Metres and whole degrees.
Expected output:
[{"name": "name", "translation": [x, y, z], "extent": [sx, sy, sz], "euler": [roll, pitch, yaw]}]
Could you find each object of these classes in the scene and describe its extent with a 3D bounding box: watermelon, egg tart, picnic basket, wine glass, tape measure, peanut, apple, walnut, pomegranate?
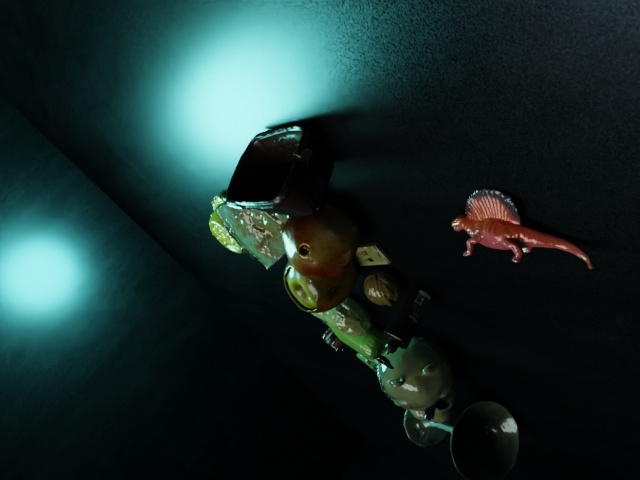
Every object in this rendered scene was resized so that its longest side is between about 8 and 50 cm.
[{"name": "watermelon", "translation": [-0.132, -0.074, 1.584], "extent": [0.264, 0.151, 0.302], "euler": [48, 140, -12]}, {"name": "egg tart", "translation": [-0.313, -0.047, 1.942], "extent": [0.288, 0.118, 0.288], "euler": [34, 153, 20]}, {"name": "picnic basket", "translation": [-0.095, -0.156, 1.292], "extent": [0.129, 0.222, 0.297], "euler": [27, 168, -34]}, {"name": "wine glass", "translation": [0.479, 0.676, 1.882], "extent": [0.267, 0.267, 0.406], "euler": [43, 163, -7]}, {"name": "tape measure", "translation": [0.238, 0.477, 2.083], "extent": [0.177, 0.087, 0.154], "euler": [36, 157, 5]}, {"name": "peanut", "translation": [0.049, 0.239, 1.883], "extent": [0.290, 0.130, 0.130], "euler": [28, 155, 25]}, {"name": "apple", "translation": [-0.001, 0.110, 1.593], "extent": [0.237, 0.207, 0.237], "euler": [36, 162, 13]}, {"name": "walnut", "translation": [0.180, 0.138, 1.519], "extent": [0.105, 0.105, 0.124], "euler": [21, 162, 39]}, {"name": "pomegranate", "translation": [-0.003, 0.000, 1.400], "extent": [0.209, 0.209, 0.209], "euler": [34, 157, 16]}]

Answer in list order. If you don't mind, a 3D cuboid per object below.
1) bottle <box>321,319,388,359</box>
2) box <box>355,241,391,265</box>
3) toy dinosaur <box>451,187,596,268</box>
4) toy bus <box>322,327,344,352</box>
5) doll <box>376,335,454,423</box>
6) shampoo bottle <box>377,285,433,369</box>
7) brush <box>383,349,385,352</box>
[{"name": "bottle", "translation": [0.120, 0.335, 1.968], "extent": [0.260, 0.112, 0.112], "euler": [30, 156, 29]}, {"name": "box", "translation": [0.137, 0.039, 1.496], "extent": [0.073, 0.020, 0.149], "euler": [48, 157, -17]}, {"name": "toy dinosaur", "translation": [0.359, -0.033, 0.976], "extent": [0.286, 0.070, 0.139], "euler": [10, 122, 48]}, {"name": "toy bus", "translation": [0.069, 0.391, 2.121], "extent": [0.096, 0.073, 0.235], "euler": [38, 180, 11]}, {"name": "doll", "translation": [0.324, 0.463, 1.712], "extent": [0.247, 0.247, 0.349], "euler": [25, 159, 34]}, {"name": "shampoo bottle", "translation": [0.228, 0.235, 1.435], "extent": [0.068, 0.236, 0.067], "euler": [25, 155, 29]}, {"name": "brush", "translation": [0.244, 0.408, 1.984], "extent": [0.327, 0.070, 0.065], "euler": [23, 171, 33]}]
